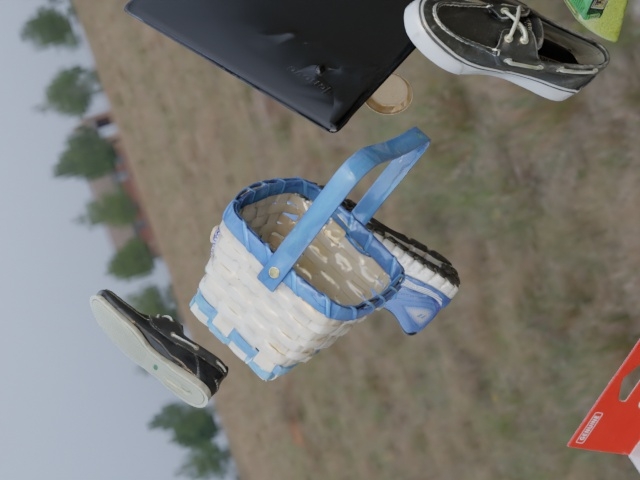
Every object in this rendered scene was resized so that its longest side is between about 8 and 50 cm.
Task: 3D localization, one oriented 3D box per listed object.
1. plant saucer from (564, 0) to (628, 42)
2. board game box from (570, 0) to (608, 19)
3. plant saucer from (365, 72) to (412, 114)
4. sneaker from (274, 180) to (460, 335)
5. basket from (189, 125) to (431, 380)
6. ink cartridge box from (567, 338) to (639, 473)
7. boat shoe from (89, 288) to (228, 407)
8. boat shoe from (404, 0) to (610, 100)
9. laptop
[{"bbox_3d":[0.300,-0.351,1.774,0.188,0.045,0.188,93,156,-53],"label":"plant saucer"},{"bbox_3d":[0.304,-0.380,1.634,0.136,0.030,0.260,60,148,32],"label":"board game box"},{"bbox_3d":[0.109,-0.243,2.476,0.015,0.083,0.083,-78,-22,-51],"label":"plant saucer"},{"bbox_3d":[0.030,0.028,2.193,0.330,0.147,0.130,33,-165,5],"label":"sneaker"},{"bbox_3d":[0.000,0.000,1.690,0.201,0.289,0.255,46,-159,9],"label":"basket"},{"bbox_3d":[0.508,0.218,2.098,0.275,0.239,0.060,-62,34,27],"label":"ink cartridge box"},{"bbox_3d":[-0.241,0.148,2.258,0.233,0.079,0.084,39,148,-1],"label":"boat shoe"},{"bbox_3d":[0.182,-0.197,1.462,0.070,0.219,0.078,-33,53,49],"label":"boat shoe"},{"bbox_3d":[0.028,-0.314,2.094,0.382,0.236,0.408,33,-165,27],"label":"laptop"}]
